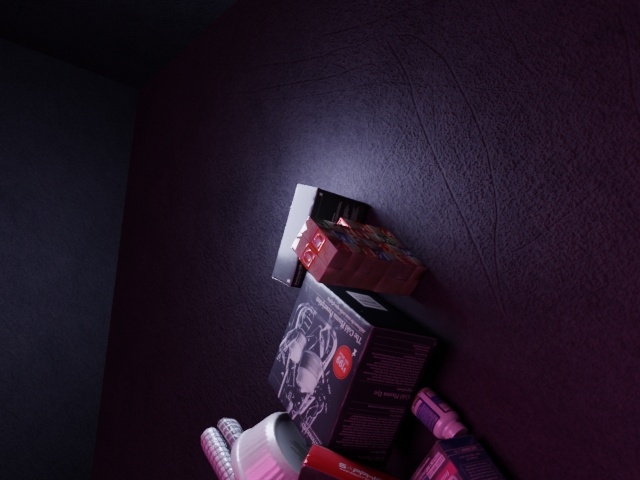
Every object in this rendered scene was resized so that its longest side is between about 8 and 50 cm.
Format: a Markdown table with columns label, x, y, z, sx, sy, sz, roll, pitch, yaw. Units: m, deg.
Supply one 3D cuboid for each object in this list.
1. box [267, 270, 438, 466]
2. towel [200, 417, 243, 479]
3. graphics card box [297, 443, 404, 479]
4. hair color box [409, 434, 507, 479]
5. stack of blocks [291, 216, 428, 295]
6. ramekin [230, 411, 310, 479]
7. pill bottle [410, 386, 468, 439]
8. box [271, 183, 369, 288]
| label | x | y | z | sx | sy | sz | roll | pitch | yaw |
| --- | --- | --- | --- | --- | --- | --- | --- | --- | --- |
| box | 0.054 | 0.282 | 1.206 | 0.343 | 0.179 | 0.312 | 33 | 106 | 61 |
| towel | -0.205 | 0.645 | 1.420 | 0.235 | 0.121 | 0.283 | 41 | 151 | 40 |
| graphics card box | 0.029 | 0.613 | 0.991 | 0.233 | 0.094 | 0.370 | 18 | 95 | 11 |
| hair color box | 0.299 | 0.544 | 0.918 | 0.347 | 0.105 | 0.173 | 54 | 130 | 47 |
| stack of blocks | 0.084 | 0.030 | 1.198 | 0.171 | 0.297 | 0.087 | 49 | 117 | 43 |
| ramekin | -0.075 | 0.547 | 1.278 | 0.127 | 0.273 | 0.272 | -47 | 47 | 13 |
| pill bottle | 0.248 | 0.370 | 1.091 | 0.120 | 0.067 | 0.067 | 40 | 110 | 47 |
| box | 0.000 | 0.000 | 1.392 | 0.103 | 0.185 | 0.261 | 19 | 94 | 50 |
